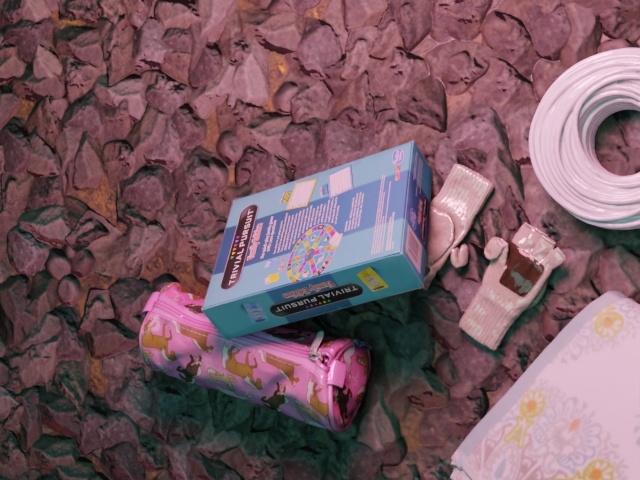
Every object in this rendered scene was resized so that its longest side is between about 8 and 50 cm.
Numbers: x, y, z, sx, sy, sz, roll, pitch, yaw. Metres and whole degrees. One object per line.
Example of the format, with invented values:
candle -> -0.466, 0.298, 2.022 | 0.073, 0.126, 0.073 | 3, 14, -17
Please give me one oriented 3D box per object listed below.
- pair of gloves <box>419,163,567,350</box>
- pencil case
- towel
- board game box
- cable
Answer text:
pair of gloves -> 0.234, 0.024, 1.605 | 0.240, 0.042, 0.204 | 44, 107, 19
pencil case -> -0.111, 0.186, 1.698 | 0.386, 0.160, 0.167 | 14, 109, 26
towel -> 0.379, 0.284, 1.409 | 0.374, 0.090, 0.320 | -50, 40, 6
board game box -> 0.000, 0.000, 1.611 | 0.336, 0.254, 0.079 | -17, 128, 25
cable -> 0.432, -0.144, 1.487 | 0.257, 0.089, 0.257 | 28, 102, 23
